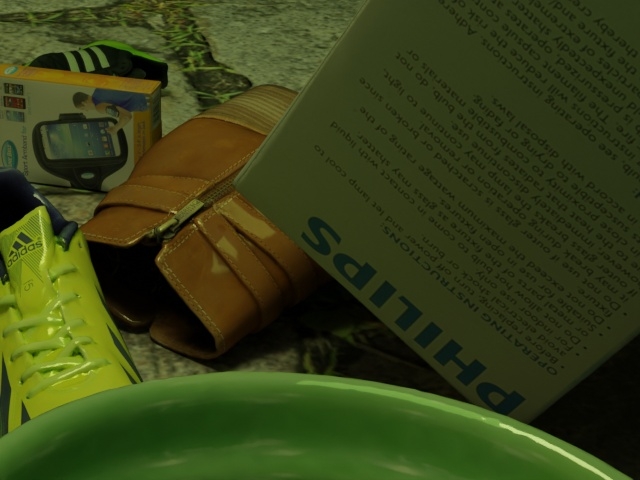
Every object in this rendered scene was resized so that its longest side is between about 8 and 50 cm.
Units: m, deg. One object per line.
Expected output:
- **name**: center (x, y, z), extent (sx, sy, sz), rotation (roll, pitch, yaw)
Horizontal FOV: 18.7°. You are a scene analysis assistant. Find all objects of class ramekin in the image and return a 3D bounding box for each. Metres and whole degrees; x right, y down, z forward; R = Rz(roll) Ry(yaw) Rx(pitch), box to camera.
- **ramekin**: center (0.000, 0.185, 0.725), extent (0.303, 0.148, 0.303), rotation (7, 24, -3)

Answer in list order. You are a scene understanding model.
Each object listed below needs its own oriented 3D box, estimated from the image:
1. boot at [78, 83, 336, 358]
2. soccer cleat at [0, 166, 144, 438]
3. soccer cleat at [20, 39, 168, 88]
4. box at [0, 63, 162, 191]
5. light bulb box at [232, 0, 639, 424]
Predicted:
- **boot**: center (0.000, 0.000, 1.207), extent (0.283, 0.109, 0.220), rotation (26, 40, 21)
- **soccer cleat**: center (-0.151, 0.051, 1.059), extent (0.093, 0.121, 0.289), rotation (-8, 27, -21)
- **soccer cleat**: center (-0.178, -0.116, 1.487), extent (0.072, 0.060, 0.179), rotation (13, 25, 20)
- **box**: center (-0.180, -0.079, 1.380), extent (0.136, 0.081, 0.028), rotation (6, 26, 10)
- **light bulb box**: center (0.189, -0.138, 1.055), extent (0.225, 0.361, 0.358), rotation (43, 55, 2)
